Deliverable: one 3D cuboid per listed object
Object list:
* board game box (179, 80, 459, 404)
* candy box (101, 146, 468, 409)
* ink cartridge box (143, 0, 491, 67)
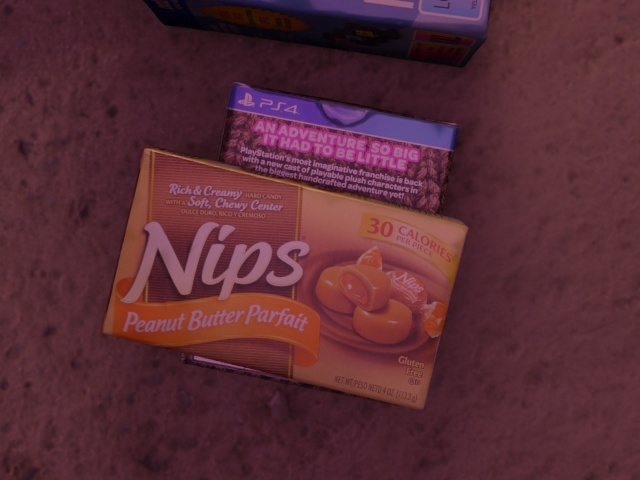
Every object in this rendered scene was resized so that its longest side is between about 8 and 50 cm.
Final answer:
[{"bbox_3d":[0.000,0.000,1.523,0.232,0.141,0.291,11,94,1],"label":"board game box"},{"bbox_3d":[-0.033,0.034,1.411,0.317,0.087,0.182,14,94,2],"label":"candy box"},{"bbox_3d":[-0.031,-0.279,1.443,0.396,0.270,0.151,10,91,1],"label":"ink cartridge box"}]
